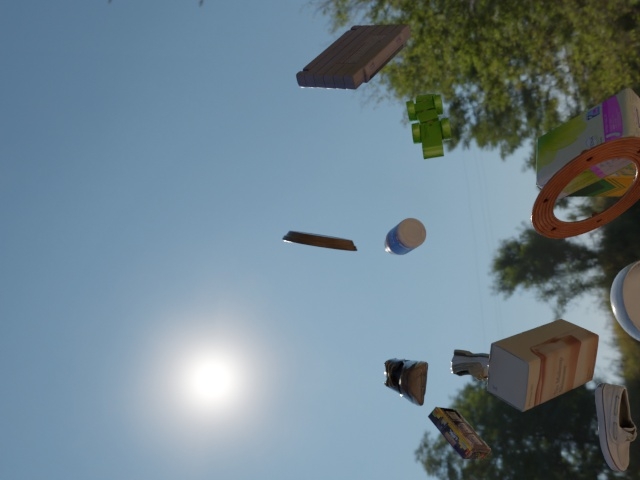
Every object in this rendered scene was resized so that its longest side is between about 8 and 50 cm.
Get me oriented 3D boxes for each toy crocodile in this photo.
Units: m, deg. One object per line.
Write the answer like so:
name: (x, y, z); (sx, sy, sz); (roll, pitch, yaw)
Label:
toy crocodile: (0.337, -0.358, 1.651); (0.341, 0.115, 0.105); (-89, -16, -45)

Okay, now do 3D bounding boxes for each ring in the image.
ring: (0.690, -0.130, 1.348); (0.336, 0.336, 0.032); (41, -157, -45)

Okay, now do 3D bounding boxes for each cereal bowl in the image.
cereal bowl: (1.264, 0.243, 2.051); (0.338, 0.141, 0.339); (4, -106, -13)

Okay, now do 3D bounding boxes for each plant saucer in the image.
plant saucer: (0.000, 0.000, 1.921); (0.278, 0.277, 0.041); (7, -87, -56)

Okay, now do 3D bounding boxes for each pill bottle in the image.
pill bottle: (0.342, -0.007, 2.204); (0.124, 0.221, 0.124); (3, -106, -12)

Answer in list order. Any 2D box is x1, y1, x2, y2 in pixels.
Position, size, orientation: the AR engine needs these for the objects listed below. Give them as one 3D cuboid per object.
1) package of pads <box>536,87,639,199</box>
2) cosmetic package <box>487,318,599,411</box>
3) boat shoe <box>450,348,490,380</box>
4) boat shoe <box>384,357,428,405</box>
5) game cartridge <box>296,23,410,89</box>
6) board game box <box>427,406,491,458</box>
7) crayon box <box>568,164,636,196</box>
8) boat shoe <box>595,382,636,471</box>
package of pads: (0.762, -0.264, 1.508); (0.101, 0.296, 0.229); (36, -130, -19)
cosmetic package: (0.611, 0.334, 1.454); (0.296, 0.129, 0.153); (-11, -70, -28)
boat shoe: (0.645, 0.507, 2.117); (0.113, 0.302, 0.103); (26, -107, -23)
boat shoe: (0.255, 0.424, 1.610); (0.355, 0.130, 0.132); (48, -133, -71)
game cartridge: (0.112, -0.586, 1.688); (0.355, 0.230, 0.068); (-49, -38, -32)
board game box: (0.439, 0.610, 1.681); (0.141, 0.170, 0.048); (23, -72, -43)
crayon box: (0.964, -0.240, 1.857); (0.203, 0.322, 0.083); (-102, 14, -50)
boat shoe: (0.904, 0.566, 1.600); (0.096, 0.088, 0.268); (-2, -95, -35)
